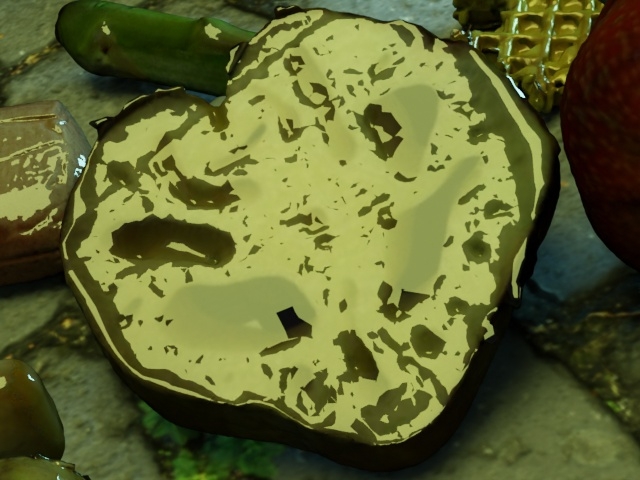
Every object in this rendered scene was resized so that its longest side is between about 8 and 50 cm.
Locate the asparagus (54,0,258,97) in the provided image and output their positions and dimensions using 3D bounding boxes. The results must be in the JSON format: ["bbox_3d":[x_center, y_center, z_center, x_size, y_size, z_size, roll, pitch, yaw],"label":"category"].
[{"bbox_3d":[-0.103,-0.172,1.810,0.343,0.085,0.082,13,52,30],"label":"asparagus"}]

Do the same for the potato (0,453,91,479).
[{"bbox_3d":[-0.177,0.240,1.262,0.164,0.200,0.081,-28,30,4],"label":"potato"}]

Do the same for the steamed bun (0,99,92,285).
[{"bbox_3d":[-0.264,-0.039,1.705,0.145,0.106,0.175,-9,53,3],"label":"steamed bun"}]

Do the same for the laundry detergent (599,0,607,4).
[{"bbox_3d":[0.380,-0.268,1.697,0.290,0.094,0.143,-17,19,-29],"label":"laundry detergent"}]

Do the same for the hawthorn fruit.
[{"bbox_3d":[0.308,-0.095,1.427,0.275,0.275,0.299,-16,25,3],"label":"hawthorn fruit"}]

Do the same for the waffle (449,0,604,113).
[{"bbox_3d":[0.227,-0.199,1.740,0.229,0.051,0.231,-30,41,-19],"label":"waffle"}]

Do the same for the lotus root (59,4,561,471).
[{"bbox_3d":[0.000,0.000,1.469,0.390,0.111,0.375,-22,61,0],"label":"lotus root"}]

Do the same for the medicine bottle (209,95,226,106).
[{"bbox_3d":[-0.114,-0.039,1.641,0.168,0.105,0.105,-39,44,-24],"label":"medicine bottle"}]

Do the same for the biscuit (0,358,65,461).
[{"bbox_3d":[-0.292,0.216,1.312,0.291,0.237,0.062,-21,38,-6],"label":"biscuit"}]
